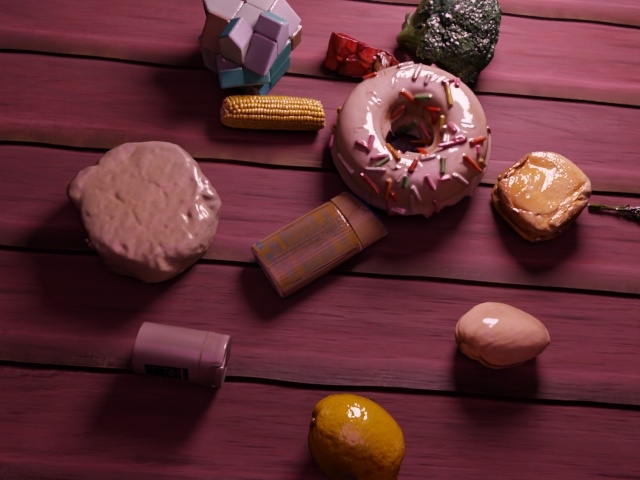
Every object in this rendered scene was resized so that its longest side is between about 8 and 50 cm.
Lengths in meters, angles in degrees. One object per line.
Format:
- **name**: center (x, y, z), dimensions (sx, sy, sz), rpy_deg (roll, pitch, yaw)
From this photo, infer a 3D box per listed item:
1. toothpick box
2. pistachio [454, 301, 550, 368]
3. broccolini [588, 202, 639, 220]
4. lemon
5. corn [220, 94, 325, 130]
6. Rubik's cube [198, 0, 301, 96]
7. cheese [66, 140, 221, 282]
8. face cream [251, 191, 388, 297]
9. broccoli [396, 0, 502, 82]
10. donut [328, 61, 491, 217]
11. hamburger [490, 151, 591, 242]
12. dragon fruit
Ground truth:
- **toothpick box**: center (-0.278, 0.232, 1.318), dimensions (0.180, 0.111, 0.111), rpy_deg (10, 70, 0)
- **pistachio**: center (0.386, 0.195, 1.375), dimensions (0.200, 0.117, 0.145), rpy_deg (-4, 66, -6)
- **broccolini**: center (0.706, -0.070, 1.543), dimensions (0.140, 0.030, 0.035), rpy_deg (4, 107, 2)
- **lemon**: center (0.070, 0.393, 1.262), dimensions (0.207, 0.170, 0.170), rpy_deg (32, 72, -1)
- **corn**: center (-0.111, -0.302, 1.530), dimensions (0.248, 0.081, 0.081), rpy_deg (1, 71, -3)
- **Rubik's cube**: center (-0.177, -0.476, 1.516), dimensions (0.224, 0.213, 0.265), rpy_deg (34, 75, 6)
- **cheese**: center (-0.385, -0.067, 1.414), dimensions (0.326, 0.115, 0.318), rpy_deg (9, 70, 1)
- **face cream**: center (0.000, 0.000, 1.441), dimensions (0.285, 0.067, 0.139), rpy_deg (-31, 78, -13)
- **broccoli**: center (0.319, -0.517, 1.578), dimensions (0.294, 0.245, 0.265), rpy_deg (-35, 120, -33)
- **donut**: center (0.205, -0.240, 1.482), dimensions (0.382, 0.142, 0.383), rpy_deg (-1, 70, 4)
- **hamburger**: center (0.510, -0.105, 1.493), dimensions (0.213, 0.108, 0.214), rpy_deg (2, 69, -4)
- **dragon fruit**: center (0.108, -0.445, 1.617), dimensions (0.192, 0.122, 0.092), rpy_deg (20, 110, -1)
